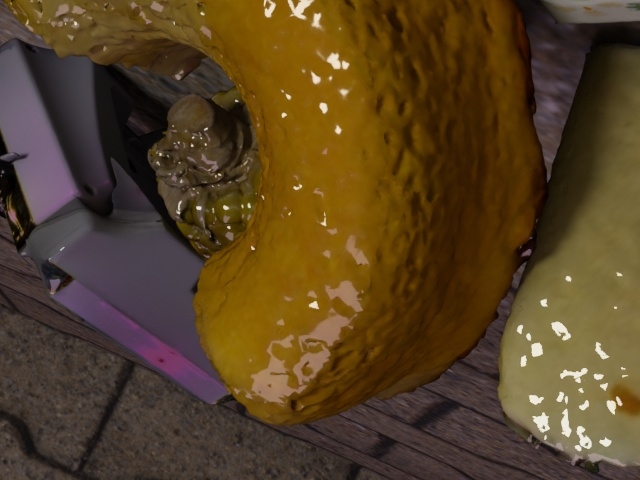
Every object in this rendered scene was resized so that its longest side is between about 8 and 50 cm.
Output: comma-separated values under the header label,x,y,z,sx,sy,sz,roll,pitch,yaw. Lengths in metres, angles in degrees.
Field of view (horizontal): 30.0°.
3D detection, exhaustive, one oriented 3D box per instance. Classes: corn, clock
label,x,y,z,sx,sy,sz,roll,pitch,yaw
corn,0.000,0.000,0.767,0.119,0.119,0.322,15,162,31
clock,-0.123,-0.012,0.803,0.253,0.083,0.186,46,-169,-52

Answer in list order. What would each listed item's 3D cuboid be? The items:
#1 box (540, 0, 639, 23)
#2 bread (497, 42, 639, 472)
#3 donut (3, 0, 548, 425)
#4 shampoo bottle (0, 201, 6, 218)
label,x,y,z,sx,sy,sz,roll,pitch,yaw
box,0.072,-0.139,0.348,0.122,0.032,0.220,8,156,45
bread,0.194,0.041,0.487,0.240,0.178,0.135,17,162,20
donut,-0.010,-0.064,0.441,0.152,0.101,0.259,-35,84,37
shampoo bottle,-0.183,-0.003,1.060,0.278,0.104,0.104,30,164,-17
